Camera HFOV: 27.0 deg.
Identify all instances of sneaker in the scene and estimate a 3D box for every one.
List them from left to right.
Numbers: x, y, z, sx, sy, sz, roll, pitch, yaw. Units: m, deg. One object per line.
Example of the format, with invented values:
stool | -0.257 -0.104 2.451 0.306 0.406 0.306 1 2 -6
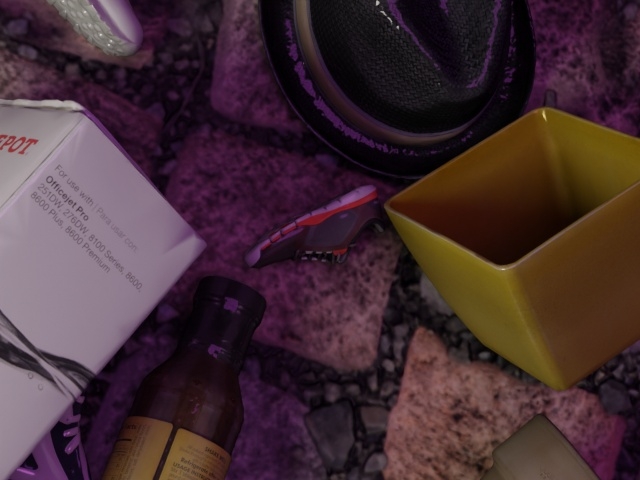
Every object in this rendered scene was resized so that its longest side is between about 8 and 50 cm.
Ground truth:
sneaker | -0.235 0.161 1.224 0.235 0.094 0.153 -44 114 -8
sneaker | -0.240 -0.287 1.307 0.095 0.090 0.235 -40 94 -26
sneaker | 0.000 0.000 1.338 0.157 0.061 0.065 -26 95 -16

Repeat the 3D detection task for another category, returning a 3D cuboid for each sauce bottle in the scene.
sauce bottle | -0.135 0.198 1.236 0.111 0.111 0.344 26 67 -9

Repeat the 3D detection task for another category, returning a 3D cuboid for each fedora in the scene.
fedora | 0.097 -0.236 1.347 0.333 0.152 0.334 2 81 -14

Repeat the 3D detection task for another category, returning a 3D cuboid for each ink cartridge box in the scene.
ink cartridge box | -0.323 0.077 1.104 0.395 0.285 0.166 -51 120 -17

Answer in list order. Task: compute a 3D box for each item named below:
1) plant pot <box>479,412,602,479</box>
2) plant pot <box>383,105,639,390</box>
plant pot | 0.188 0.368 1.224 0.280 0.323 0.323 -35 92 -1
plant pot | 0.224 0.017 1.311 0.212 0.212 0.187 -32 121 -17
